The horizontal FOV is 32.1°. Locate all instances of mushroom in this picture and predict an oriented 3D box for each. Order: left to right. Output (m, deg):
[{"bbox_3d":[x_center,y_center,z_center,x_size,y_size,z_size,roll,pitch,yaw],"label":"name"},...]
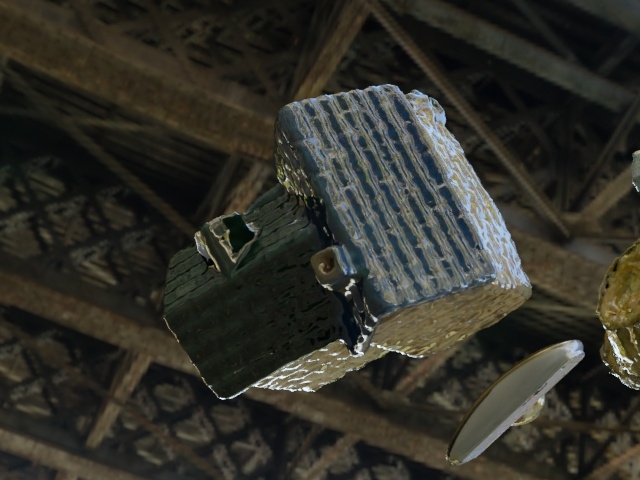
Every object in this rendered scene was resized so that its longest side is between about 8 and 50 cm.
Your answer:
[{"bbox_3d":[0.297,0.240,1.685,0.084,0.083,0.067,-11,-72,28],"label":"mushroom"}]

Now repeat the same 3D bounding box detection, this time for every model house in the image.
[{"bbox_3d":[0.000,0.000,1.614,0.445,0.395,0.400,-30,-17,21],"label":"model house"}]

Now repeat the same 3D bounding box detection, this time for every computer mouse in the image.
[{"bbox_3d":[0.211,0.174,1.240,0.199,0.045,0.102,-46,-21,15],"label":"computer mouse"}]

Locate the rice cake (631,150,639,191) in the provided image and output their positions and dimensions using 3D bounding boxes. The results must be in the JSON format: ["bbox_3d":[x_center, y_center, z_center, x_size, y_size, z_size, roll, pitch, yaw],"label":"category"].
[{"bbox_3d":[0.588,-0.130,1.528,0.336,0.066,0.063,-17,-43,39],"label":"rice cake"}]

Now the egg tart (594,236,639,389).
[{"bbox_3d":[0.544,0.094,1.808,0.120,0.315,0.315,27,-40,-17],"label":"egg tart"}]
